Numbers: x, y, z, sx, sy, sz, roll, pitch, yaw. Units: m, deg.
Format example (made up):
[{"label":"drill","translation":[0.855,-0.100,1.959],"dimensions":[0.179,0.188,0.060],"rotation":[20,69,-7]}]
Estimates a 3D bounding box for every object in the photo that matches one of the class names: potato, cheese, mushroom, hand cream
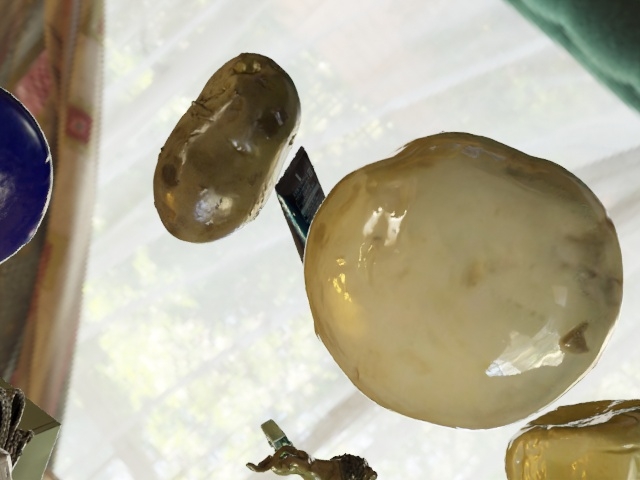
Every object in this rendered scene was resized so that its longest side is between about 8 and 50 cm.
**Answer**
[{"label":"potato","translation":[-0.119,-0.115,1.555],"dimensions":[0.165,0.262,0.165],"rotation":[27,174,3]},{"label":"cheese","translation":[0.358,0.271,1.580],"dimensions":[0.214,0.226,0.117],"rotation":[-16,-81,-53]},{"label":"mushroom","translation":[0.146,0.050,1.245],"dimensions":[0.314,0.314,0.336],"rotation":[47,180,15]},{"label":"hand cream","translation":[0.000,0.000,1.798],"dimensions":[0.120,0.061,0.270],"rotation":[-60,-42,-47]}]

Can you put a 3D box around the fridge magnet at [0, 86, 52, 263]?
[{"label":"fridge magnet","translation":[-0.457,-0.076,1.456],"dimensions":[0.265,0.265,0.113],"rotation":[44,179,-31]}]

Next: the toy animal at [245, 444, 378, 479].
[{"label":"toy animal","translation":[-0.016,0.314,1.581],"dimensions":[0.220,0.069,0.086],"rotation":[19,-124,-42]}]

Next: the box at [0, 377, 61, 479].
[{"label":"box","translation":[-0.598,0.362,2.083],"dimensions":[0.225,0.225,0.117],"rotation":[32,-157,22]}]

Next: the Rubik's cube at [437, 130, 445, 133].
[{"label":"Rubik's cube","translation":[0.168,-0.032,1.773],"dimensions":[0.190,0.178,0.211],"rotation":[43,179,1]}]

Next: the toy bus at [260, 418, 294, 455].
[{"label":"toy bus","translation":[-0.068,0.313,1.908],"dimensions":[0.037,0.031,0.083],"rotation":[63,169,-16]}]

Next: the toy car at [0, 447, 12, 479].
[{"label":"toy car","translation":[-0.422,0.351,1.463],"dimensions":[0.089,0.209,0.108],"rotation":[12,-155,35]}]

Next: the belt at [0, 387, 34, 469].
[{"label":"belt","translation":[-0.510,0.379,1.748],"dimensions":[0.126,0.094,0.359],"rotation":[49,-140,-52]}]
